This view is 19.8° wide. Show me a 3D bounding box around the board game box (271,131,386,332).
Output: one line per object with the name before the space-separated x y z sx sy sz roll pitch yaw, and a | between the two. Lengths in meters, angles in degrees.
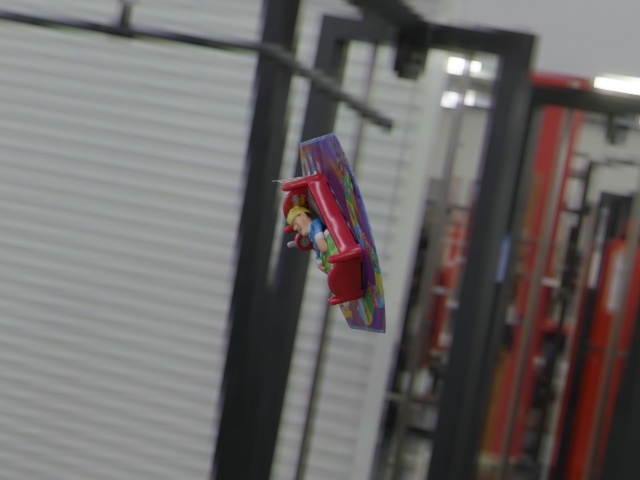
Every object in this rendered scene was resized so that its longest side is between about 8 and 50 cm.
board game box | 0.000 0.000 1.212 0.033 0.133 0.168 -15 3 -11
